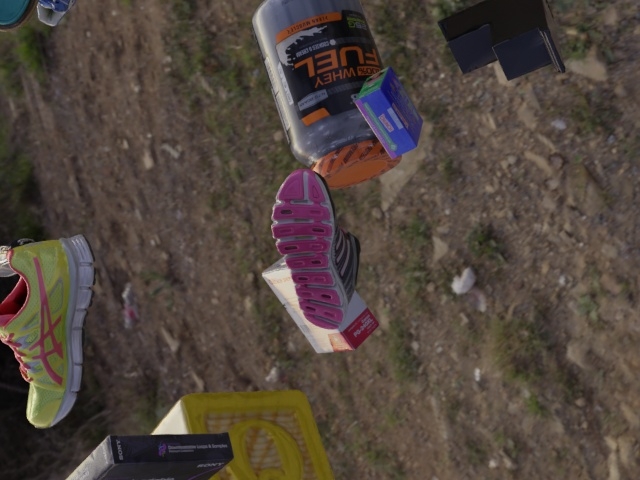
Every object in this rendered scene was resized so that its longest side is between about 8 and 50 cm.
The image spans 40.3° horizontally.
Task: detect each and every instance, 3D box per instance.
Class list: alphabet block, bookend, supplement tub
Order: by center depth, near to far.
[{"bbox_3d":[-0.114,0.321,1.119,0.197,0.193,0.192,-51,50,38],"label":"alphabet block"},{"bbox_3d":[0.253,-0.277,1.237,0.156,0.157,0.072,-20,126,22],"label":"bookend"},{"bbox_3d":[0.016,-0.257,1.462,0.193,0.193,0.316,-28,76,41],"label":"supplement tub"}]

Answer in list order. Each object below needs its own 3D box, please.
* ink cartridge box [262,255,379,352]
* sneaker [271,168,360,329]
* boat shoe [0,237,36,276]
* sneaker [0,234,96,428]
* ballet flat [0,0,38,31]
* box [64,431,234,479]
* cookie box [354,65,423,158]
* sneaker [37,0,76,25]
[{"bbox_3d":[-0.001,0.085,1.259,0.150,0.063,0.109,55,151,-11],"label":"ink cartridge box"},{"bbox_3d":[0.000,0.000,0.852,0.063,0.075,0.170,-1,121,23],"label":"sneaker"},{"bbox_3d":[-0.374,0.016,1.089,0.125,0.046,0.038,-16,66,41],"label":"boat shoe"},{"bbox_3d":[-0.289,0.092,0.882,0.081,0.094,0.209,28,113,54],"label":"sneaker"},{"bbox_3d":[-0.357,-0.341,1.002,0.073,0.080,0.232,127,137,-79],"label":"ballet flat"},{"bbox_3d":[-0.164,0.213,0.750,0.162,0.116,0.029,-46,51,34],"label":"box"},{"bbox_3d":[0.091,-0.168,1.136,0.040,0.107,0.092,-28,107,22],"label":"cookie box"},{"bbox_3d":[-0.360,-0.362,1.207,0.211,0.080,0.081,153,133,-74],"label":"sneaker"}]
